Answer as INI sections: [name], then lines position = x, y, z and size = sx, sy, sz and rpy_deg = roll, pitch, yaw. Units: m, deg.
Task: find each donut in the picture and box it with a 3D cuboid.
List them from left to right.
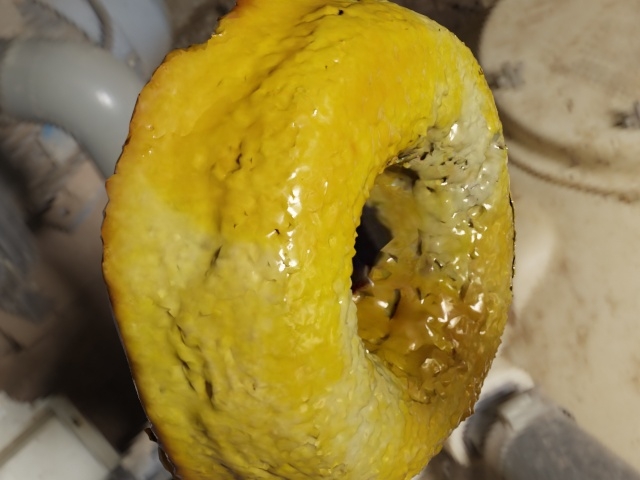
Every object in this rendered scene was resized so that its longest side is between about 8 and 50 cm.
[donut]
position = 0.000, 0.003, 0.708
size = 0.118, 0.253, 0.253
rpy_deg = 6, 52, 34
